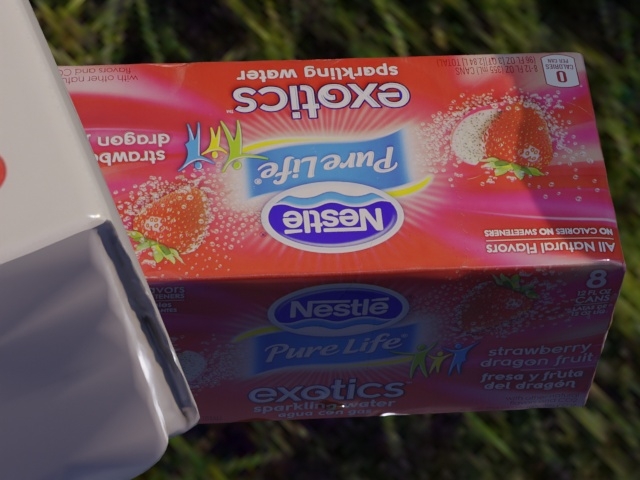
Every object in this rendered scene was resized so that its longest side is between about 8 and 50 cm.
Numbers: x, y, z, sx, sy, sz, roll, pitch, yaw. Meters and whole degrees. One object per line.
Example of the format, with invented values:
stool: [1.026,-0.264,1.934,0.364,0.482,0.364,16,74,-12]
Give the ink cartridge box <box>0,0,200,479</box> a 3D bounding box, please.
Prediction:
ink cartridge box: [-0.132,-0.028,0.423,0.148,0.203,0.086,-23,145,-7]

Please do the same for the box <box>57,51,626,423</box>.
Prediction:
box: [0.000,0.000,0.918,0.257,0.128,0.122,-2,144,-6]
